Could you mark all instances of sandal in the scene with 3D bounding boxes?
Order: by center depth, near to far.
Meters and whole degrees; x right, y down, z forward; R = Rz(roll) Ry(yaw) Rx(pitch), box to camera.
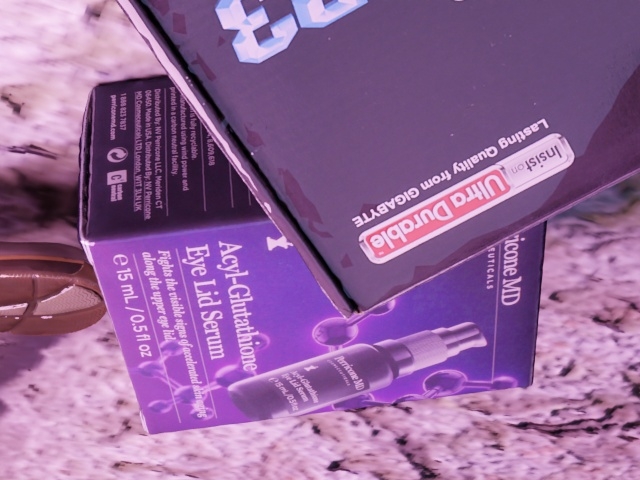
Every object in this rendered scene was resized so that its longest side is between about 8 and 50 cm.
[{"bbox_3d":[-0.211,0.002,0.595,0.219,0.060,0.090,2,153,5],"label":"sandal"}]

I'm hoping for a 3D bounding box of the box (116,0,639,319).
[{"bbox_3d":[0.059,-0.155,0.389,0.296,0.073,0.293,-27,116,14],"label":"box"}]

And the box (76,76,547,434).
[{"bbox_3d":[0.000,0.000,0.593,0.207,0.108,0.153,-8,137,1],"label":"box"}]
